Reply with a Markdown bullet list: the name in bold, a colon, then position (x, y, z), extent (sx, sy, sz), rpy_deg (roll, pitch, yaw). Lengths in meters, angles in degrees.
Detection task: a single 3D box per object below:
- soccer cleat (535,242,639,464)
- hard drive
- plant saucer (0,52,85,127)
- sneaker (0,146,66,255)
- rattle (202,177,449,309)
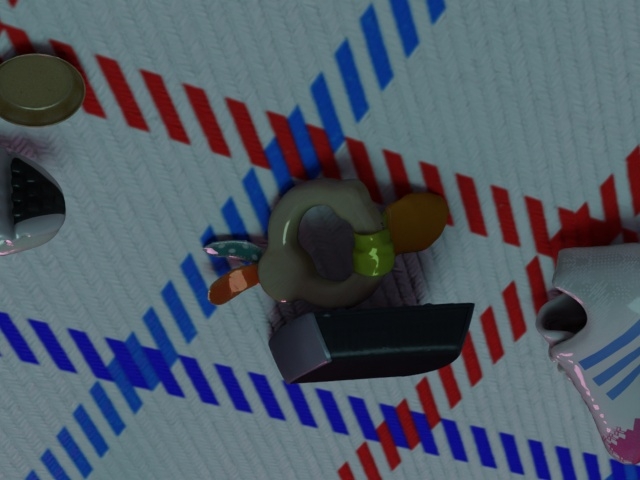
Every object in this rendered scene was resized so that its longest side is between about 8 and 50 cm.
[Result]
- **soccer cleat**: position (0.298, 0.116, 1.716), extent (0.143, 0.116, 0.331), rpy_deg (5, 139, 10)
- **hard drive**: position (0.044, 0.102, 1.574), extent (0.172, 0.054, 0.254), rpy_deg (-3, 170, -11)
- **plant saucer**: position (-0.240, -0.130, 1.372), extent (0.083, 0.015, 0.083), rpy_deg (-6, 138, -6)
- **sneaker**: position (-0.362, -0.012, 1.418), extent (0.292, 0.110, 0.118), rpy_deg (-4, 146, 3)
- **rattle**: position (0.000, 0.000, 1.562), extent (0.199, 0.143, 0.130), rpy_deg (-28, 105, 38)
